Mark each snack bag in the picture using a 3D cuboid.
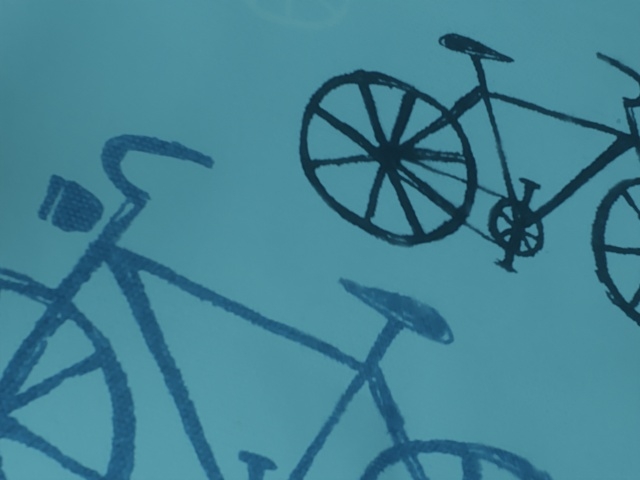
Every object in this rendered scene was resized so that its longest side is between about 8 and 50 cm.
[{"bbox_3d":[0.000,0.000,0.529,0.323,0.037,0.342,19,60,-18],"label":"snack bag"}]
